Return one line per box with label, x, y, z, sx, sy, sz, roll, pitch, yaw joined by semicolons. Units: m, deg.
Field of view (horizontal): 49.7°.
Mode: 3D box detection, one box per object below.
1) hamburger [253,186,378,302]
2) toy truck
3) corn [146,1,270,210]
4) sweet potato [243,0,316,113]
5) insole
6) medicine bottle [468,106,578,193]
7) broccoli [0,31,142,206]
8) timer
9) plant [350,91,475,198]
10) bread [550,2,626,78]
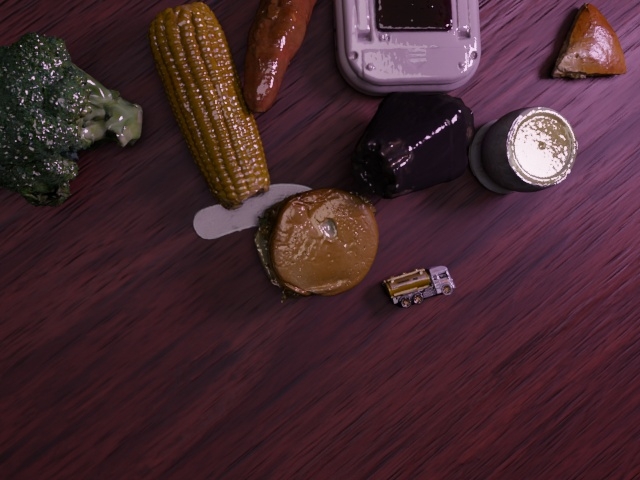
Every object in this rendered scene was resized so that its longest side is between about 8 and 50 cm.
hamburger;0.000;0.000;1.192;0.215;0.122;0.189;-19;101;-11
toy truck;0.177;0.082;1.253;0.123;0.052;0.062;-18;88;-6
corn;-0.181;-0.222;1.156;0.131;0.131;0.344;-22;96;-7
sweet potato;-0.064;-0.373;1.173;0.106;0.095;0.354;23;72;6
insole;-0.114;-0.054;1.231;0.232;0.003;0.080;-13;93;-8
medicine bottle;0.356;-0.158;1.226;0.147;0.143;0.147;0;91;-13
broccoli;-0.418;-0.188;1.088;0.270;0.270;0.269;-6;93;-41
timer;0.154;-0.377;1.219;0.262;0.087;0.236;-3;92;-8
plant;0.163;-0.170;1.170;0.256;0.164;0.141;-36;132;-39
bread;0.517;-0.347;1.292;0.136;0.054;0.154;28;90;-11
